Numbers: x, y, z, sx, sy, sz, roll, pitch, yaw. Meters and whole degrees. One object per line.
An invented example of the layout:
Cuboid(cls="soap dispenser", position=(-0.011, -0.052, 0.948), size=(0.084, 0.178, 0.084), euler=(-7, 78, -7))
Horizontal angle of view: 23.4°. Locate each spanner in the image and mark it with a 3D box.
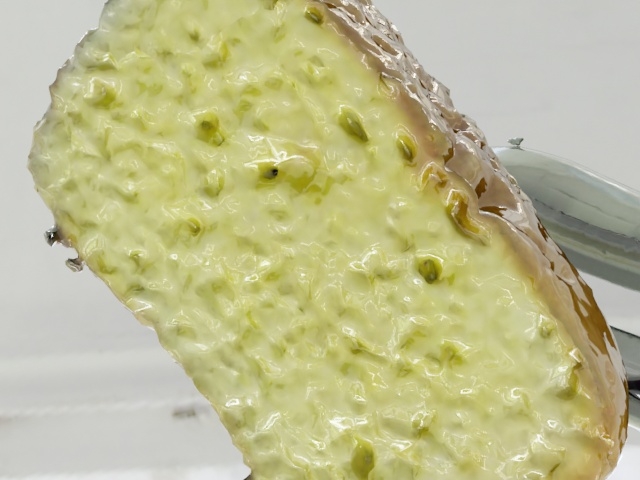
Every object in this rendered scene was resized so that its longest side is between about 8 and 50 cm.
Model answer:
Cuboid(cls="spanner", position=(0.051, -0.001, 0.580), size=(0.040, 0.095, 0.325), euler=(-27, -154, -23))

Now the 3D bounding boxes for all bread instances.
Cuboid(cls="bread", position=(0.000, 0.000, 0.411), size=(0.187, 0.103, 0.065), euler=(49, -160, 5))
